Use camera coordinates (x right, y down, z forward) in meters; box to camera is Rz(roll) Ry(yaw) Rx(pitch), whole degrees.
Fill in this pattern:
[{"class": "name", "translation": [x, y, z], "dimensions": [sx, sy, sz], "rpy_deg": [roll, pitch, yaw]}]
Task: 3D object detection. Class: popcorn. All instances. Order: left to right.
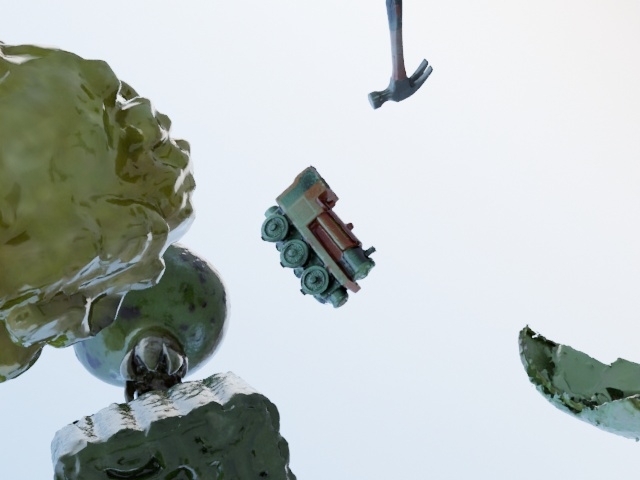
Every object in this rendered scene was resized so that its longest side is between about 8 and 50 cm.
[{"class": "popcorn", "translation": [-0.203, -0.015, 0.514], "dimensions": [0.266, 0.233, 0.192], "rpy_deg": [-25, -86, -16]}]

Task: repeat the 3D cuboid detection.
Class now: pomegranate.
[{"class": "pomegranate", "translation": [-0.264, 0.134, 1.314], "dimensions": [0.242, 0.242, 0.306], "rpy_deg": [41, -148, -15]}]

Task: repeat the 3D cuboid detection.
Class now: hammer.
[{"class": "hammer", "translation": [0.115, -0.333, 1.382], "dimensions": [0.288, 0.111, 0.033], "rpy_deg": [79, 165, -48]}]

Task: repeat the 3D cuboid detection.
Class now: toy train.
[{"class": "toy train", "translation": [0.000, 0.000, 1.170], "dimensions": [0.176, 0.118, 0.074], "rpy_deg": [51, -173, 26]}]

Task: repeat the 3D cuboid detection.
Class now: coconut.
[{"class": "coconut", "translation": [0.206, 0.096, 0.587], "dimensions": [0.158, 0.055, 0.133], "rpy_deg": [7, -159, 15]}]

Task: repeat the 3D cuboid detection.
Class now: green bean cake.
[{"class": "green bean cake", "translation": [-0.156, 0.295, 1.003], "dimensions": [0.249, 0.156, 0.247], "rpy_deg": [-15, -78, -19]}]
